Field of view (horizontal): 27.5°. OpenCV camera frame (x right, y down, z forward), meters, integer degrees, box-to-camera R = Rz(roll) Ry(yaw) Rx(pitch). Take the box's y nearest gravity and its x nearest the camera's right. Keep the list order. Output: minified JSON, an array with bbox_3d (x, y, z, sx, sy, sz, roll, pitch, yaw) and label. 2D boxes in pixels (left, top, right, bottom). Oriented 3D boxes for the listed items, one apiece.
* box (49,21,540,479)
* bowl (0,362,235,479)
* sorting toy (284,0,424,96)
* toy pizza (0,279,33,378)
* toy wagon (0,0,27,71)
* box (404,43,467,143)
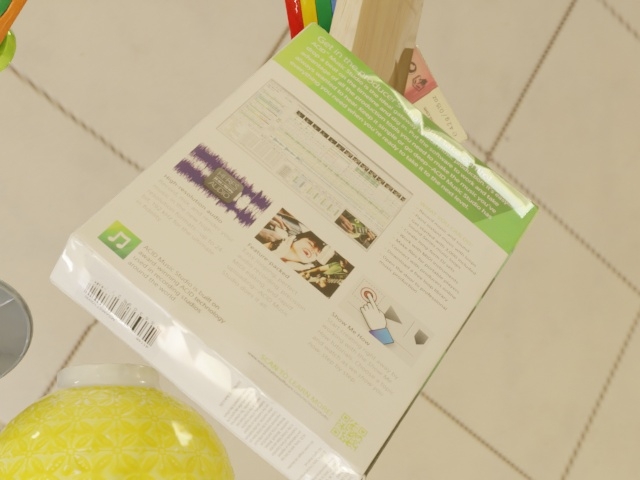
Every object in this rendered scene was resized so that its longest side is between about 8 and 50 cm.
[{"bbox_3d":[0.000,0.000,0.909,0.232,0.058,0.322,40,45,2],"label":"box"},{"bbox_3d":[-0.238,0.223,1.465,0.289,0.289,0.156,7,72,-29],"label":"bowl"},{"bbox_3d":[0.014,-0.158,1.247,0.089,0.255,0.257,12,88,14],"label":"sorting toy"},{"bbox_3d":[-0.439,0.103,1.536,0.201,0.201,0.032,13,33,-27],"label":"toy pizza"},{"bbox_3d":[-0.324,-0.218,1.068,0.068,0.267,0.344,29,86,23],"label":"toy wagon"},{"bbox_3d":[0.022,-0.115,1.463,0.232,0.148,0.127,-32,107,-3],"label":"box"}]
